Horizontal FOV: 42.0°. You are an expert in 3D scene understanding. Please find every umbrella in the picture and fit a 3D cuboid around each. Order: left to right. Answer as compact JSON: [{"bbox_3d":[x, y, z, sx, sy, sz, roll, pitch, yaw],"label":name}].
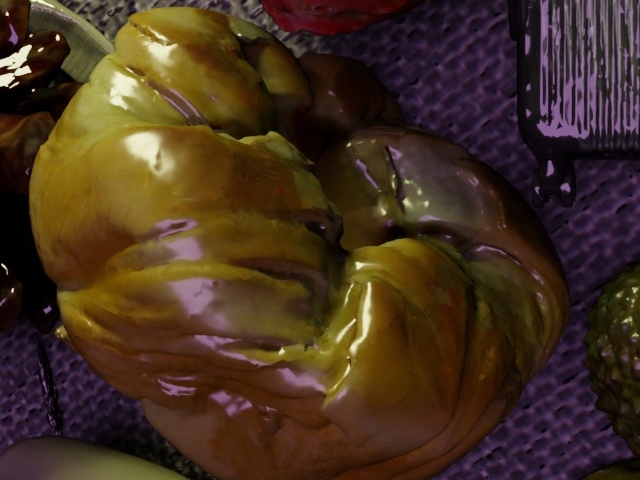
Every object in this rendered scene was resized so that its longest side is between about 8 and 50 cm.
[{"bbox_3d":[-0.264,0.150,0.812,0.022,0.013,0.122,-3,96,40],"label":"umbrella"}]

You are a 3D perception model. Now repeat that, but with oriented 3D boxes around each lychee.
[{"bbox_3d":[0.257,0.086,0.565,0.171,0.171,0.171,2,96,18],"label":"lychee"}]

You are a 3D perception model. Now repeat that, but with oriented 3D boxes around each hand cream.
[{"bbox_3d":[-0.212,-0.167,0.758,0.165,0.037,0.057,42,106,2],"label":"hand cream"}]

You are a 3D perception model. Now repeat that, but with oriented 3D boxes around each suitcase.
[{"bbox_3d":[0.228,-0.179,0.556,0.202,0.128,0.312,0,96,18],"label":"suitcase"}]

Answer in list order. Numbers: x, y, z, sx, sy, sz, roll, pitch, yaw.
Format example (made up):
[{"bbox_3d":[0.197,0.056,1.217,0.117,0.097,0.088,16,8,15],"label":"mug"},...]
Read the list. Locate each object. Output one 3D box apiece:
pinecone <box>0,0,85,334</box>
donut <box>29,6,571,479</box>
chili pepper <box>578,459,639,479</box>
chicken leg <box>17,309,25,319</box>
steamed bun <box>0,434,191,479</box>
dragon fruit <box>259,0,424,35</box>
[{"bbox_3d":[-0.347,-0.056,0.653,0.398,0.398,0.397,2,96,18],"label":"pinecone"},{"bbox_3d":[0.000,0.000,0.552,0.360,0.360,0.170,48,122,8],"label":"donut"},{"bbox_3d":[0.281,0.185,0.623,0.202,0.050,0.052,-10,56,21],"label":"chili pepper"},{"bbox_3d":[-0.302,0.060,0.811,0.083,0.021,0.036,-39,92,17],"label":"chicken leg"},{"bbox_3d":[-0.196,0.291,0.730,0.200,0.155,0.250,12,106,20],"label":"steamed bun"},{"bbox_3d":[0.018,-0.237,0.555,0.205,0.268,0.210,-36,110,10],"label":"dragon fruit"}]
